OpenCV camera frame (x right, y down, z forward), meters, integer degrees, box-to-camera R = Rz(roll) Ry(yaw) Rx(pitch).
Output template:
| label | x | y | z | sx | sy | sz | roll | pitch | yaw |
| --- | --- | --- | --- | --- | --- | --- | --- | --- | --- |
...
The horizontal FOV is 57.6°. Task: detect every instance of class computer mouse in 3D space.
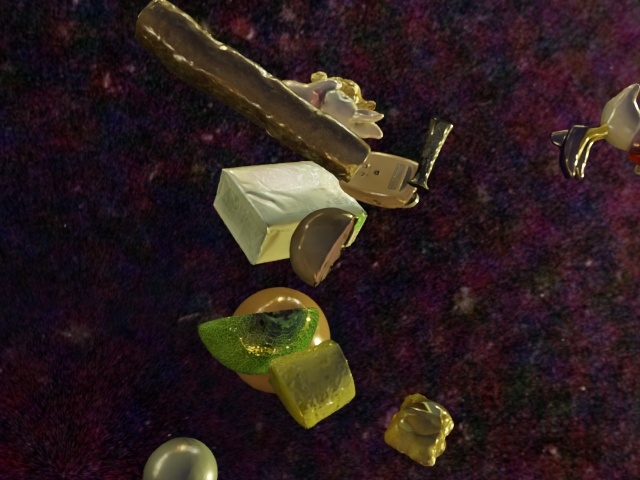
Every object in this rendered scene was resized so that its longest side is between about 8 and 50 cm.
| label | x | y | z | sx | sy | sz | roll | pitch | yaw |
| --- | --- | --- | --- | --- | --- | --- | --- | --- | --- |
| computer mouse | 0.163 | -0.163 | 1.563 | 0.237 | 0.082 | 0.145 | 14 | 72 | 26 |

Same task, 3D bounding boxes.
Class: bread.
| label | x | y | z | sx | sy | sz | roll | pitch | yaw |
| --- | --- | --- | --- | --- | --- | --- | --- | --- | --- |
| bread | 0.281 | 0.516 | 1.621 | 0.161 | 0.088 | 0.233 | 19 | 29 | 20 |
| bread | -0.012 | 0.211 | 0.866 | 0.114 | 0.129 | 0.111 | -26 | 94 | -9 |

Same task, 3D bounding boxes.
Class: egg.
| label | x | y | z | sx | sy | sz | roll | pitch | yaw |
| --- | --- | --- | --- | --- | --- | --- | --- | --- | --- |
| egg | -0.120 | 0.285 | 1.681 | 0.301 | 0.374 | 0.301 | 5 | 67 | -13 |

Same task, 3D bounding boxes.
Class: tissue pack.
| label | x | y | z | sx | sy | sz | roll | pitch | yaw |
| --- | --- | --- | --- | --- | --- | --- | --- | --- | --- |
| tissue pack | -0.108 | -0.106 | 1.984 | 0.405 | 0.205 | 0.331 | -9 | 47 | -36 |

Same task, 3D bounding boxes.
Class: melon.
| label | x | y | z | sx | sy | sz | roll | pitch | yaw |
| --- | --- | --- | --- | --- | --- | --- | --- | --- | --- |
| melon | -0.106 | 0.211 | 1.216 | 0.265 | 0.169 | 0.129 | -3 | 77 | -26 |

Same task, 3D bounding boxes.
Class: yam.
| label | x | y | z | sx | sy | sz | roll | pitch | yaw |
| --- | --- | --- | --- | --- | --- | --- | --- | --- | --- |
| yam | -0.069 | -0.154 | 0.604 | 0.274 | 0.061 | 0.061 | 34 | 60 | 2 |

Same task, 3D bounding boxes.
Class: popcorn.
| label | x | y | z | sx | sy | sz | roll | pitch | yaw |
| --- | --- | --- | --- | --- | --- | --- | --- | --- | --- |
| popcorn | 0.043 | -0.306 | 1.380 | 0.180 | 0.180 | 0.170 | -19 | 64 | -29 |

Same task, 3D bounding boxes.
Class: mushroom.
| label | x | y | z | sx | sy | sz | roll | pitch | yaw |
| --- | --- | --- | --- | --- | --- | --- | --- | --- | --- |
| mushroom | 0.000 | 0.000 | 1.251 | 0.117 | 0.141 | 0.188 | 39 | 58 | 3 |

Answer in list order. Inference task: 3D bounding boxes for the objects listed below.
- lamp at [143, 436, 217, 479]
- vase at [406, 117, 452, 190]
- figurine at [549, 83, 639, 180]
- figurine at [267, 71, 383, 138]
| label | x | y | z | sx | sy | sz | roll | pitch | yaw |
| --- | --- | --- | --- | --- | --- | --- | --- | --- | --- |
| lamp | -0.197 | 0.330 | 0.816 | 0.105 | 0.105 | 0.105 | 9 | 66 | -21 |
| vase | 0.261 | -0.204 | 1.394 | 0.059 | 0.059 | 0.167 | 23 | 86 | -14 |
| figurine | 0.698 | -0.227 | 1.190 | 0.154 | 0.421 | 0.193 | -6 | 96 | -62 |
| figurine | 0.012 | -0.269 | 1.200 | 0.236 | 0.127 | 0.155 | 3 | 34 | 4 |
